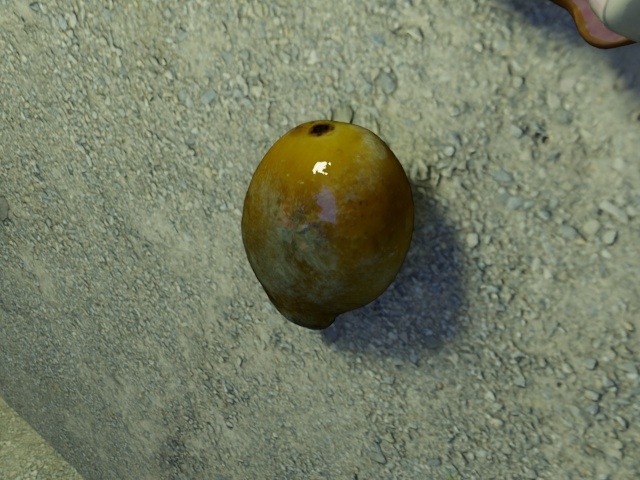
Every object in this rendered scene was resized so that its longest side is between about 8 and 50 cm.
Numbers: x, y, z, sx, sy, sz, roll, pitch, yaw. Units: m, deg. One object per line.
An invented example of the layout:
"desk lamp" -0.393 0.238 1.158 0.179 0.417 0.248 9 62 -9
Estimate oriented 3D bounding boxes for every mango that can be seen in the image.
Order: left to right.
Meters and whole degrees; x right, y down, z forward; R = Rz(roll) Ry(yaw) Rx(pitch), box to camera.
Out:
"mango" 0.000 0.000 0.633 0.193 0.146 0.316 36 145 14

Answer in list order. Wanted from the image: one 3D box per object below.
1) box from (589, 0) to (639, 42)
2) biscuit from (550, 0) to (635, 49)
"box" 0.290 -0.137 0.284 0.285 0.044 0.142 9 139 -21
"biscuit" 0.215 -0.347 0.313 0.350 0.078 0.455 14 123 32
